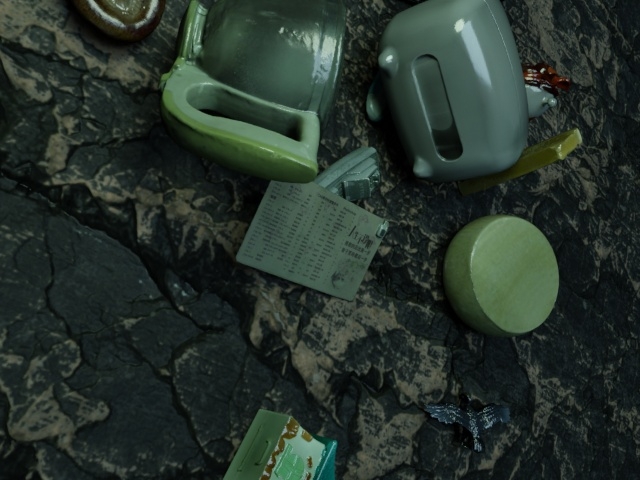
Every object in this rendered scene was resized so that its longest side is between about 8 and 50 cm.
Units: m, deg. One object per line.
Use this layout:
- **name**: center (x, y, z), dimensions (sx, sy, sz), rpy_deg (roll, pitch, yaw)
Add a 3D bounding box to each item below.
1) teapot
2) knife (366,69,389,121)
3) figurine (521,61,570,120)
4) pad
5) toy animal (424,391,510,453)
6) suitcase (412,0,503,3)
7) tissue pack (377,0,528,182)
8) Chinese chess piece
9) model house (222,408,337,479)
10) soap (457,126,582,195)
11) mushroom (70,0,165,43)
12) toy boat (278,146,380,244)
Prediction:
- **teapot**: center (-0.100, -0.210, 0.766), dimensions (0.239, 0.239, 0.322), rpy_deg (9, 73, -10)
- **knife**: center (0.136, -0.323, 1.063), dimensions (0.064, 0.031, 0.222), rpy_deg (48, 55, -35)
- **figurine**: center (0.406, -0.310, 1.130), dimensions (0.183, 0.226, 0.160), rpy_deg (30, 67, -27)
- **pad**: center (0.000, 0.000, 0.861), dimensions (0.264, 0.009, 0.160), rpy_deg (24, 92, -40)
- **toy animal**: center (0.289, 0.351, 1.033), dimensions (0.220, 0.062, 0.108), rpy_deg (14, 75, -26)
- **suitcase**: center (0.272, -0.596, 1.082), dimensions (0.334, 0.229, 0.152), rpy_deg (1, 82, -34)
- **tissue pack**: center (0.244, -0.272, 0.985), dimensions (0.236, 0.229, 0.333), rpy_deg (-44, 119, -44)
- **Chinese chess piece**: center (0.367, 0.071, 1.090), dimensions (0.250, 0.101, 0.251), rpy_deg (4, 81, -25)
- **model house**: center (-0.043, 0.337, 0.780), dimensions (0.149, 0.100, 0.127), rpy_deg (41, 62, -25)
- **soap**: center (0.397, -0.155, 1.081), dimensions (0.092, 0.252, 0.037), rpy_deg (-36, 99, -33)
- **mushroom**: center (-0.245, -0.396, 0.691), dimensions (0.147, 0.217, 0.227), rpy_deg (0, 82, -36)
- **toy boat**: center (0.019, -0.073, 0.898), dimensions (0.260, 0.085, 0.078), rpy_deg (-41, 138, -32)
